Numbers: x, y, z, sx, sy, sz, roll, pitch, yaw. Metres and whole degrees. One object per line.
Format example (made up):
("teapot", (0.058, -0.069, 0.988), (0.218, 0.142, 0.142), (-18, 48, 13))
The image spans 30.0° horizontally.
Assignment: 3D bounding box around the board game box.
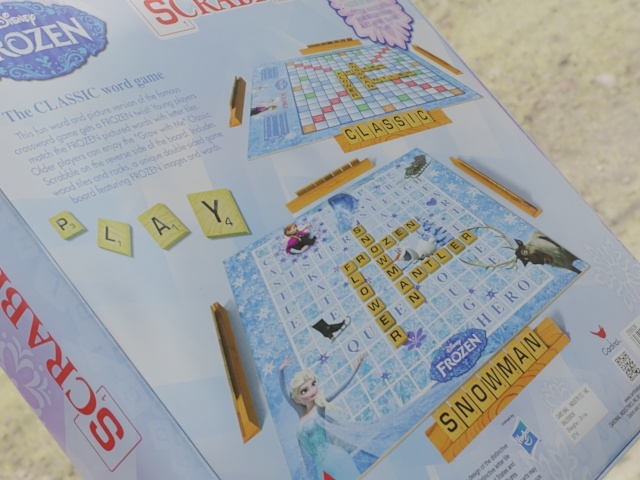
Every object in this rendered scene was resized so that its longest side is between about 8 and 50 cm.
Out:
("board game box", (0.000, 0.000, 0.539), (0.318, 0.318, 0.066), (-25, -17, -49))
